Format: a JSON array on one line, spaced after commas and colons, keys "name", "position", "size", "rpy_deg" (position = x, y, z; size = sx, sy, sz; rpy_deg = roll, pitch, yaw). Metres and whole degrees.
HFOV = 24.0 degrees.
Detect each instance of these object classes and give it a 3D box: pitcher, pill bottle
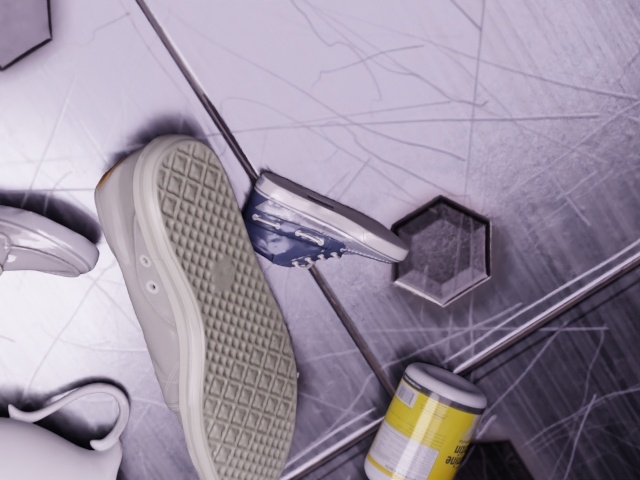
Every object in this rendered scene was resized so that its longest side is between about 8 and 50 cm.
[{"name": "pitcher", "position": [-0.321, 0.241, 1.698], "size": [0.207, 0.125, 0.177], "rpy_deg": [9, 79, -18]}, {"name": "pill bottle", "position": [0.113, 0.242, 1.742], "size": [0.103, 0.103, 0.184], "rpy_deg": [22, 98, -10]}]

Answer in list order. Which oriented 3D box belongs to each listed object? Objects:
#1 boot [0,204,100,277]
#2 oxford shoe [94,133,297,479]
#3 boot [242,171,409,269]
[{"name": "boot", "position": [-0.379, 0.023, 1.630], "size": [0.258, 0.095, 0.123], "rpy_deg": [17, 65, -2]}, {"name": "oxford shoe", "position": [-0.138, 0.092, 1.682], "size": [0.169, 0.130, 0.449], "rpy_deg": [-35, 118, -42]}, {"name": "boot", "position": [0.000, 0.000, 1.707], "size": [0.190, 0.069, 0.086], "rpy_deg": [26, 105, -2]}]
